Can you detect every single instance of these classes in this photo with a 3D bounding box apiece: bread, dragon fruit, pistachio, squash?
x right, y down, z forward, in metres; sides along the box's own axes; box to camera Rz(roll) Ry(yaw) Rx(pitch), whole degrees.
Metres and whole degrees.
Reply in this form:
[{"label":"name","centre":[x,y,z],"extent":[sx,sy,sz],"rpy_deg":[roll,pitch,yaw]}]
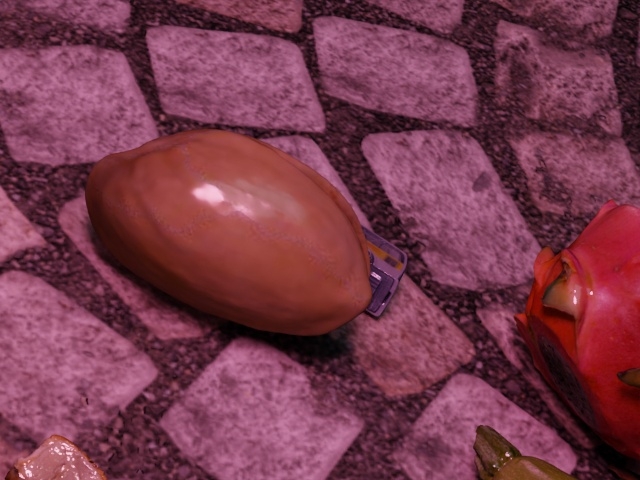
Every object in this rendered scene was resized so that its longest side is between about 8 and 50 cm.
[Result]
[{"label":"bread","centre":[-0.218,0.212,1.309],"extent":[0.083,0.070,0.077],"rpy_deg":[44,47,13]},{"label":"dragon fruit","centre":[0.316,0.106,1.541],"extent":[0.189,0.290,0.290],"rpy_deg":[-40,70,-7]},{"label":"pistachio","centre":[-0.085,-0.011,1.503],"extent":[0.293,0.181,0.162],"rpy_deg":[23,18,-10]},{"label":"squash","centre":[0.188,0.237,1.481],"extent":[0.105,0.105,0.132],"rpy_deg":[-9,35,-32]}]

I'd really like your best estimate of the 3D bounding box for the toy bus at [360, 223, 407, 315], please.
[{"label":"toy bus","centre":[0.000,0.000,1.622],"extent":[0.190,0.064,0.075],"rpy_deg":[32,32,5]}]
